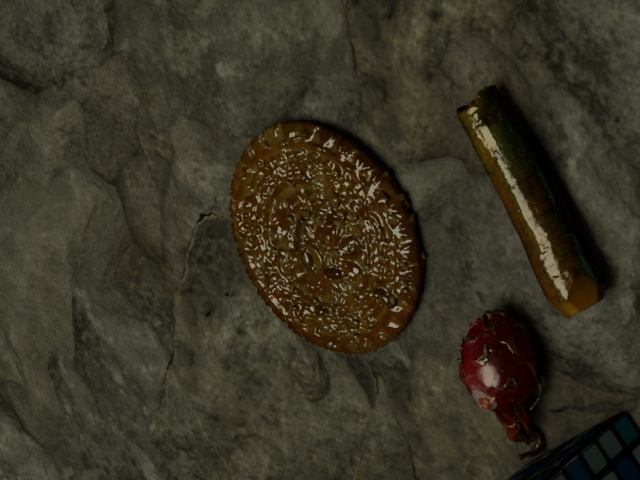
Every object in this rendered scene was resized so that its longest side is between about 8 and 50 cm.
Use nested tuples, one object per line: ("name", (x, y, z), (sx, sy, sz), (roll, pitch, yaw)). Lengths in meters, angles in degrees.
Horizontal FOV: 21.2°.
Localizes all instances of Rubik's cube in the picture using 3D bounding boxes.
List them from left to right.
("Rubik's cube", (0.281, 0.329, 1.880), (0.184, 0.182, 0.187), (-36, 85, 46))

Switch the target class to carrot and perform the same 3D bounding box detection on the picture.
("carrot", (0.223, -0.041, 1.820), (0.070, 0.070, 0.260), (-28, 90, 47))

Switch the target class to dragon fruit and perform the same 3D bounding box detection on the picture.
("dragon fruit", (0.213, 0.171, 1.933), (0.094, 0.094, 0.190), (0, 116, 43))

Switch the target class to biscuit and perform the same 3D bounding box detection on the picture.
("biscuit", (0.000, 0.000, 2.071), (0.305, 0.038, 0.305), (21, 124, 34))
